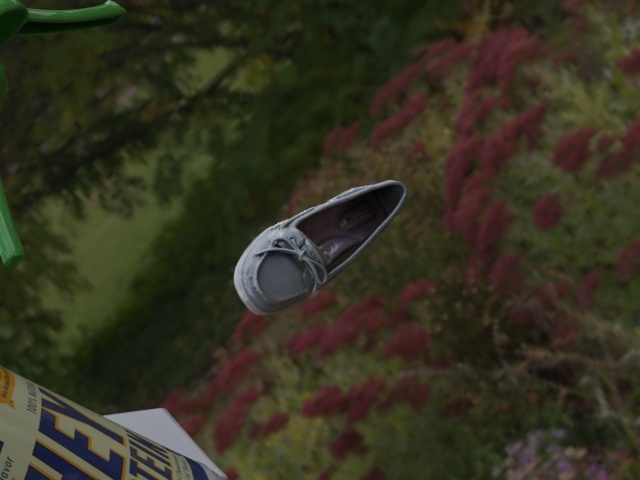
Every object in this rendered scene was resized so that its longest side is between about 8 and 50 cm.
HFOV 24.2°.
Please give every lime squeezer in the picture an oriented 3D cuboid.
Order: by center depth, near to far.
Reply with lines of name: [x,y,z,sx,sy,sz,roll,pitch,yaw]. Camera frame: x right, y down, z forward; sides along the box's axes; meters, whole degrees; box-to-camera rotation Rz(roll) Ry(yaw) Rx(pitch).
lime squeezer: [-0.216,-0.106,1.023,0.059,0.110,0.310,-26,31,24]

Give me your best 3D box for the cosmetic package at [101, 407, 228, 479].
cosmetic package: [-0.349,0.341,1.642,0.161,0.453,0.230,40,122,43]

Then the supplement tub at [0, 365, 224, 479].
supplement tub: [-0.240,0.196,0.970,0.235,0.325,0.235,-48,24,29]

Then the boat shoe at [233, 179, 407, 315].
boat shoe: [0.002,0.002,2.197,0.320,0.118,0.103,-31,-1,-37]
